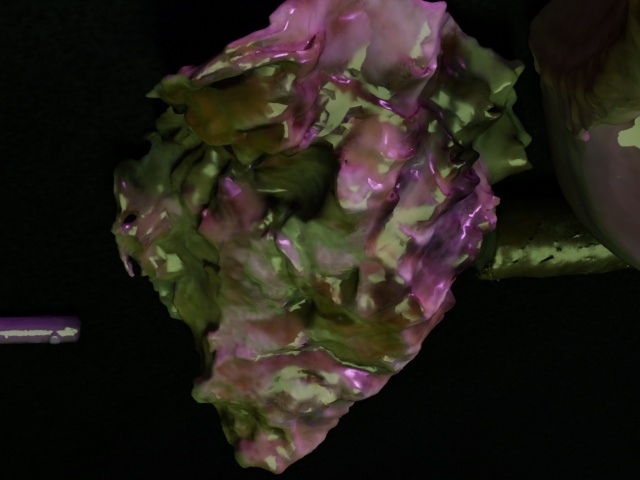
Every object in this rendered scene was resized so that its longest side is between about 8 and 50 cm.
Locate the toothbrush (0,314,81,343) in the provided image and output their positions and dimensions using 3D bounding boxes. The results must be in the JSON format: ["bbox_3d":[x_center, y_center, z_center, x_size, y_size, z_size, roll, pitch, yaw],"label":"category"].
[{"bbox_3d":[-0.335,0.067,0.867,0.354,0.029,0.024,-1,148,-13],"label":"toothbrush"}]

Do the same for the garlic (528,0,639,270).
[{"bbox_3d":[0.253,-0.071,0.702,0.325,0.132,0.279,10,150,-20],"label":"garlic"}]

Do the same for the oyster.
[{"bbox_3d":[0.000,0.001,0.756,0.238,0.114,0.351,4,131,-20],"label":"oyster"}]

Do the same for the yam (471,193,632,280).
[{"bbox_3d":[0.221,-0.009,0.856,0.253,0.061,0.061,-4,148,-7],"label":"yam"}]
